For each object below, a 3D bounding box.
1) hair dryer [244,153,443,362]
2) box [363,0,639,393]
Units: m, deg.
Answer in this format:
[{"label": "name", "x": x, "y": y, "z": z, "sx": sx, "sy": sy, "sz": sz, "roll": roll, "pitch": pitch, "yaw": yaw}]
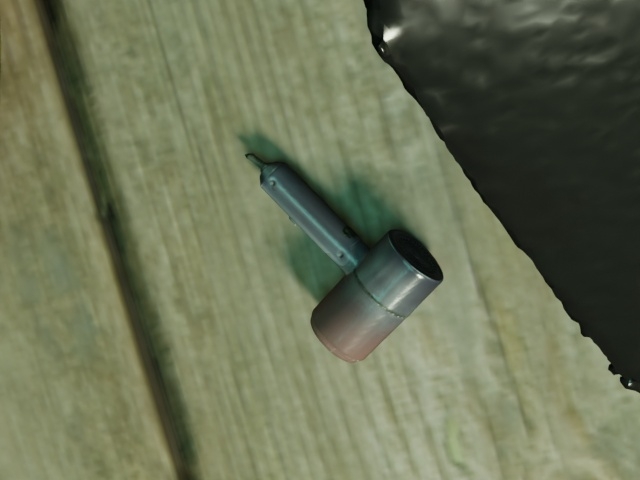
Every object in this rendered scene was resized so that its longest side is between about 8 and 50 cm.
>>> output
[{"label": "hair dryer", "x": 0.000, "y": 0.000, "z": 0.958, "sx": 0.114, "sy": 0.037, "sz": 0.063, "roll": 46, "pitch": 110, "yaw": 5}, {"label": "box", "x": 0.218, "y": -0.095, "z": 0.767, "sx": 0.350, "sy": 0.091, "sz": 0.359, "roll": -26, "pitch": 141, "yaw": 14}]
